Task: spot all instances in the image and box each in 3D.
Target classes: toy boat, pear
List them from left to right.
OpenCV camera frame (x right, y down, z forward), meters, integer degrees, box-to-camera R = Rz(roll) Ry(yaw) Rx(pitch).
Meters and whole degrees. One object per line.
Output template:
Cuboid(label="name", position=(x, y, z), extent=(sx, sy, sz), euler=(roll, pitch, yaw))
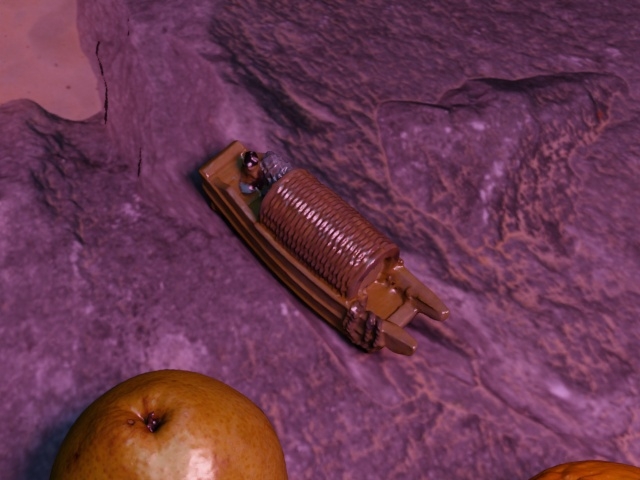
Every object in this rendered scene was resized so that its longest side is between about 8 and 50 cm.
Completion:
Cuboid(label="pear", position=(-0.131, 0.210, 1.049), extent=(0.208, 0.209, 0.209), euler=(3, 59, -5))
Cuboid(label="toy boat", position=(0.000, 0.000, 1.237), extent=(0.089, 0.115, 0.310), euler=(-37, 69, -25))

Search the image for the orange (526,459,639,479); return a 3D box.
Cuboid(label="orange", position=(0.238, 0.294, 1.039), extent=(0.219, 0.193, 0.219), euler=(-17, 47, 18))
